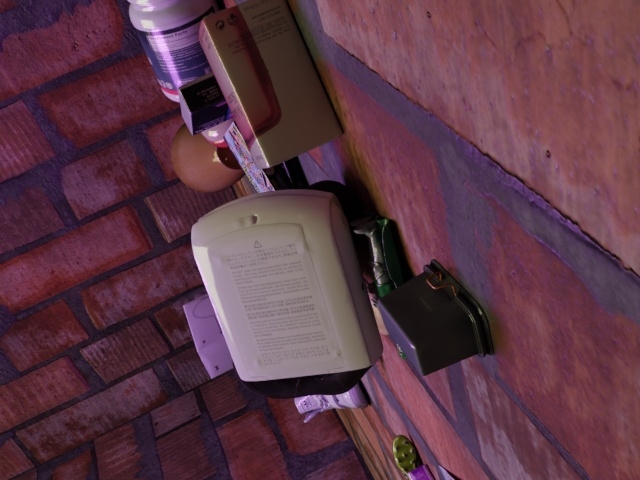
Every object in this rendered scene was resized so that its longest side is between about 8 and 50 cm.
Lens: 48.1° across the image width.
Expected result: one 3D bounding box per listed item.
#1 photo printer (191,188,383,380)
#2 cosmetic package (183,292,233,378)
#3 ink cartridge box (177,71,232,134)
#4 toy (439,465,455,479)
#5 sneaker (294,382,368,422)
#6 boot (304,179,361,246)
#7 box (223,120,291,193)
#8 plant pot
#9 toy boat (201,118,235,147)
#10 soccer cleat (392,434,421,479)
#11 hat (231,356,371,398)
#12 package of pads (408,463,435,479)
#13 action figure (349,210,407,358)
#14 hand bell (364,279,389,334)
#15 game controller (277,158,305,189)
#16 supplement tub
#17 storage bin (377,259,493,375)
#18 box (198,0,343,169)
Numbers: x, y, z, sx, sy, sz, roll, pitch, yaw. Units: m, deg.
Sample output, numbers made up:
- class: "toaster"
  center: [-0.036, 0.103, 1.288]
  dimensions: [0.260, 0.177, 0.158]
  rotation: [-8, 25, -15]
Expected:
- class: "photo printer"
  center: [-0.057, 0.069, 1.151]
  dimensions: [0.107, 0.256, 0.308]
  rotation: [-63, -41, -62]
- class: "cosmetic package"
  center: [-0.148, 0.170, 1.834]
  dimensions: [0.097, 0.377, 0.284]
  rotation: [68, 170, -25]
- class: "ink cartridge box"
  center: [-0.207, -0.299, 1.523]
  dimensions: [0.069, 0.175, 0.371]
  rotation: [65, 172, -6]
- class: "toy"
  center: [0.274, 0.542, 1.432]
  dimensions: [0.237, 0.056, 0.137]
  rotation: [122, 123, -80]
- class: "sneaker"
  center: [0.025, 0.515, 2.351]
  dimensions: [0.137, 0.210, 0.366]
  rotation: [64, 172, -1]
- class: "boot"
  center: [-0.004, 0.000, 1.318]
  dimensions: [0.260, 0.131, 0.348]
  rotation: [-70, -1, -57]
- class: "box"
  center: [-0.135, -0.162, 1.572]
  dimensions: [0.207, 0.036, 0.114]
  rotation: [59, 159, -2]
- class: "plant pot"
  center: [-0.288, -0.256, 2.093]
  dimensions: [0.254, 0.237, 0.237]
  rotation: [8, 124, 63]
- class: "toy boat"
  center: [-0.226, -0.307, 1.857]
  dimensions: [0.151, 0.151, 0.231]
  rotation: [35, -172, -29]
- class: "soccer cleat"
  center: [0.222, 0.560, 1.798]
  dimensions: [0.179, 0.060, 0.072]
  rotation: [63, 173, -12]
- class: "hat"
  center: [-0.038, 0.222, 1.645]
  dimensions: [0.134, 0.331, 0.331]
  rotation: [-97, -9, -50]
- class: "package of pads"
  center: [0.250, 0.581, 1.709]
  dimensions: [0.083, 0.050, 0.032]
  rotation: [59, 175, 32]
- class: "action figure"
  center: [0.104, 0.077, 1.091]
  dimensions: [0.137, 0.063, 0.232]
  rotation: [-105, -5, -76]
- class: "hand bell"
  center: [0.002, 0.180, 1.409]
  dimensions: [0.126, 0.242, 0.126]
  rotation: [62, 171, 18]
- class: "game controller"
  center: [-0.076, -0.123, 1.607]
  dimensions: [0.319, 0.067, 0.166]
  rotation: [68, 171, -25]
- class: "supplement tub"
  center: [-0.303, -0.462, 1.585]
  dimensions: [0.191, 0.191, 0.272]
  rotation: [56, 168, 46]
- class: "storage bin"
  center: [0.133, 0.095, 0.878]
  dimensions: [0.135, 0.091, 0.098]
  rotation: [52, 165, 54]
- class: "box"
  center: [-0.080, -0.237, 1.093]
  dimensions: [0.232, 0.126, 0.148]
  rotation: [66, 171, -8]
